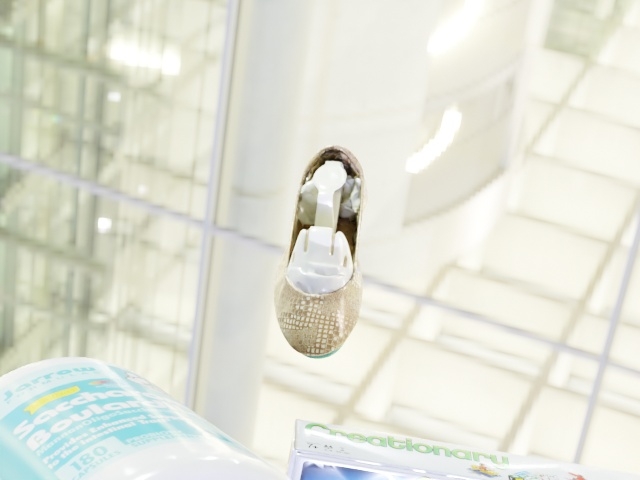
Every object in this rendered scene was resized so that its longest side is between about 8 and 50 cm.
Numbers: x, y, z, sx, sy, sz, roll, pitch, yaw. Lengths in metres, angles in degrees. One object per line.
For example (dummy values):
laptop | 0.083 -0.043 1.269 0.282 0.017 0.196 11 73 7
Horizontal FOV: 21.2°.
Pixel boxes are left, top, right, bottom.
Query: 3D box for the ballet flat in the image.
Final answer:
ballet flat | 0.000 0.000 1.344 0.073 0.067 0.206 0 -137 3

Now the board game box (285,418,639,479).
board game box | 0.115 0.241 1.178 0.305 0.193 0.053 10 -159 -3

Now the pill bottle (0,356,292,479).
pill bottle | -0.105 0.140 0.821 0.146 0.146 0.264 -8 -167 -25
